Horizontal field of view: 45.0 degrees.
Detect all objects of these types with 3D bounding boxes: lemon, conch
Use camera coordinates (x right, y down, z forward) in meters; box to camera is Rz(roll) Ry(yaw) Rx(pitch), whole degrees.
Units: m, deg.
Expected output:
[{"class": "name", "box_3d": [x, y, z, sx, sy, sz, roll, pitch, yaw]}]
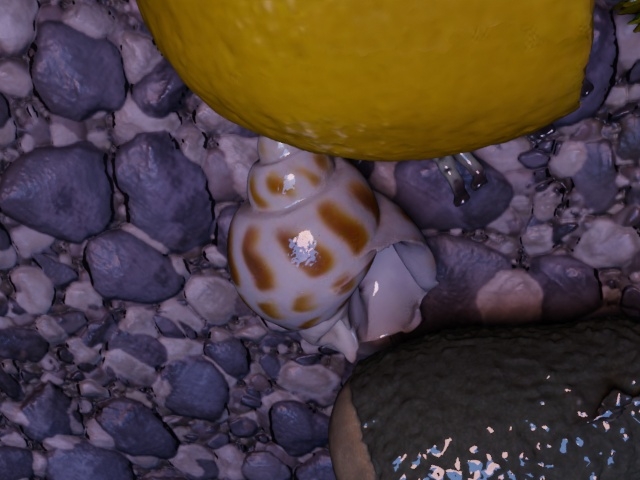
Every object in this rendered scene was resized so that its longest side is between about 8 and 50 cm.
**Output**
[{"class": "lemon", "box_3d": [0.018, -0.219, 0.536, 0.364, 0.364, 0.364, 4, 114, 8]}, {"class": "conch", "box_3d": [0.000, -0.001, 0.728, 0.182, 0.149, 0.275, -27, 146, -11]}]

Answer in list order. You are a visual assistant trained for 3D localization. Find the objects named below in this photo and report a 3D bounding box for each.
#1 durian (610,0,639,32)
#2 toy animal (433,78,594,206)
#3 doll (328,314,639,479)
[{"class": "durian", "box_3d": [0.330, -0.311, 0.553, 0.169, 0.158, 0.352, 29, 112, -18]}, {"class": "toy animal", "box_3d": [0.116, -0.133, 0.710, 0.217, 0.073, 0.176, -39, 88, 18]}, {"class": "doll", "box_3d": [0.187, 0.186, 0.754, 0.349, 0.247, 0.247, -21, 109, 7]}]
